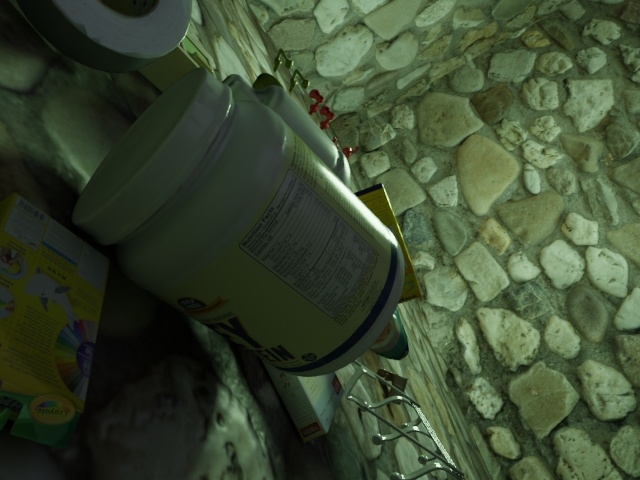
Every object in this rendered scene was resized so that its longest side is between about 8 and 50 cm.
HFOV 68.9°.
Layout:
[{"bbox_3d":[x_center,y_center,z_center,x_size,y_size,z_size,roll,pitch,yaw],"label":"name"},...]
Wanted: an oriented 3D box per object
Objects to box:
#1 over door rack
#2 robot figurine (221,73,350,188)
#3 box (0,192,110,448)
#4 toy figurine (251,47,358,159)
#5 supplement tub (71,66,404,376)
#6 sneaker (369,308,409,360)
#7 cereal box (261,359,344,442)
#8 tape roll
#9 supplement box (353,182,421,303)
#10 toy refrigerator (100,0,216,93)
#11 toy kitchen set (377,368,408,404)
[{"bbox_3d":[0.115,0.324,0.888,0.324,0.108,0.239,50,1,-16],"label":"over door rack"},{"bbox_3d":[-0.078,-0.158,0.924,0.353,0.199,0.300,42,14,-29],"label":"robot figurine"},{"bbox_3d":[-0.220,0.059,0.348,0.105,0.043,0.179,51,14,-42],"label":"box"},{"bbox_3d":[-0.108,-0.276,1.170,0.217,0.191,0.363,-33,86,-36],"label":"toy figurine"},{"bbox_3d":[-0.078,-0.008,0.545,0.325,0.235,0.235,41,22,-33],"label":"supplement tub"},{"bbox_3d":[0.090,0.132,0.993,0.121,0.108,0.302,49,9,-44],"label":"sneaker"},{"bbox_3d":[-0.045,0.181,0.769,0.240,0.047,0.173,63,12,3],"label":"cereal box"},{"bbox_3d":[-0.282,-0.342,0.617,0.219,0.072,0.219,6,82,-50],"label":"tape roll"},{"bbox_3d":[0.179,0.026,1.541,0.195,0.194,0.357,57,17,-56],"label":"supplement box"},{"bbox_3d":[-0.290,-0.351,0.806,0.269,0.094,0.102,41,24,-59],"label":"toy refrigerator"},{"bbox_3d":[0.183,0.398,1.277,0.068,0.075,0.083,24,-19,-6],"label":"toy kitchen set"}]
